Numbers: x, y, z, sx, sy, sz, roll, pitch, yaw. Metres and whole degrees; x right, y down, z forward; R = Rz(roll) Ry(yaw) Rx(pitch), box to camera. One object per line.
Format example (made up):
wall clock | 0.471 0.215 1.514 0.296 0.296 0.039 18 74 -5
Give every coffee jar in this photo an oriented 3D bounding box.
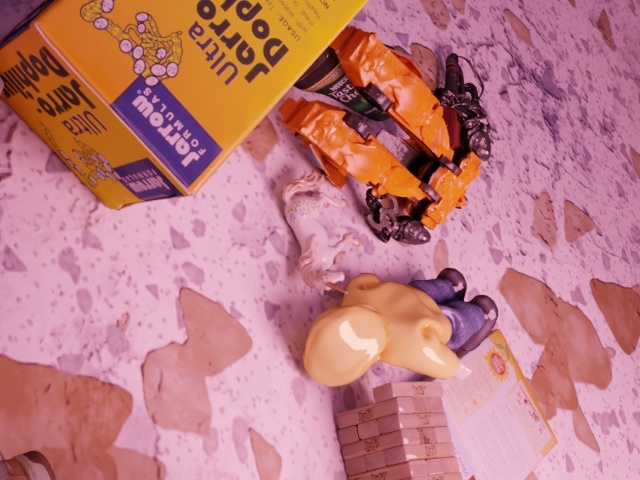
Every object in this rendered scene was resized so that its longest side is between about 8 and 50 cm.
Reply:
coffee jar | 0.035 -0.216 1.374 0.184 0.096 0.079 16 50 -43

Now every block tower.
block tower | 0.105 0.323 1.164 0.091 0.097 0.335 7 67 -47

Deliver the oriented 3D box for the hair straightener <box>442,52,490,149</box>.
hair straightener | 0.207 -0.184 1.609 0.089 0.047 0.230 32 44 -35

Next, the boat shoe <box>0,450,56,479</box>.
boat shoe | -0.224 0.262 0.847 0.072 0.068 0.190 -14 73 -37

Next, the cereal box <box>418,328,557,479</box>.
cereal box | 0.193 0.229 1.353 0.240 0.047 0.173 -25 89 -51

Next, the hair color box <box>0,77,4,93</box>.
hair color box | -0.324 -0.100 0.898 0.093 0.053 0.167 72 20 -50

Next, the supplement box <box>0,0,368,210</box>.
supplement box | -0.111 -0.222 1.028 0.195 0.194 0.356 48 65 -20

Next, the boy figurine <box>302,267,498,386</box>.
boy figurine | 0.093 0.104 1.253 0.177 0.092 0.285 41 31 26

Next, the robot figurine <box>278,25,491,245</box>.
robot figurine | 0.090 -0.122 1.340 0.211 0.085 0.291 -53 132 -2

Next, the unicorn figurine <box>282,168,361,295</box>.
unicorn figurine | 0.000 0.000 1.255 0.111 0.060 0.162 -16 67 -51
